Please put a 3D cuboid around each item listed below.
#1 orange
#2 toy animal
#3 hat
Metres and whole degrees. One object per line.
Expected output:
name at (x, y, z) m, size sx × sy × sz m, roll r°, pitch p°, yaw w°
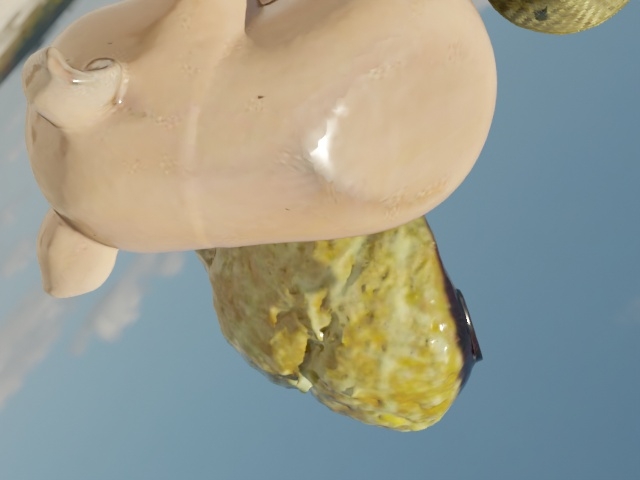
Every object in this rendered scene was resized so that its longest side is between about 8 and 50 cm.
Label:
orange at (0.000, 0.000, 1.424) m, size 0.210 × 0.368 × 0.271 m, roll -20°, pitch 162°, yaw 0°
toy animal at (-0.029, -0.066, 0.844) m, size 0.250 × 0.166 × 0.154 m, roll -14°, pitch -146°, yaw -15°
hat at (0.196, -0.218, 1.319) m, size 0.146 × 0.146 × 0.067 m, roll -43°, pitch -158°, yaw 24°
